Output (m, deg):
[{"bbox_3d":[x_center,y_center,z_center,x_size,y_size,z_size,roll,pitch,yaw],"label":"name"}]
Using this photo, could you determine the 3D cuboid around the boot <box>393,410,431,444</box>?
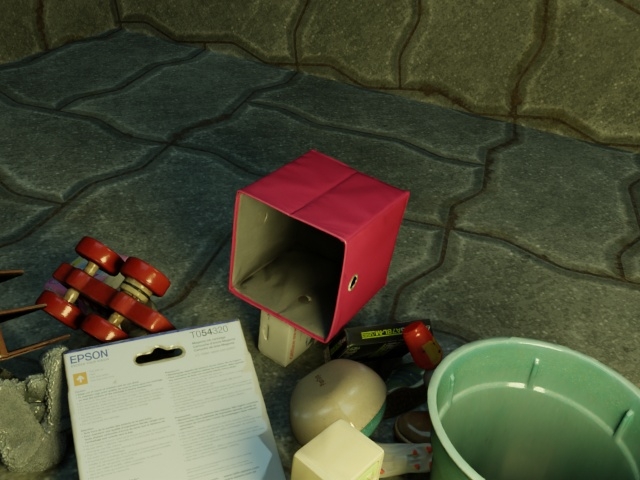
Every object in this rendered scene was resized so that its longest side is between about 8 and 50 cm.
[{"bbox_3d":[0.294,0.353,1.271,0.305,0.115,0.112,8,34,5],"label":"boot"}]

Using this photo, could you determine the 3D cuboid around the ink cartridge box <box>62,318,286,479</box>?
[{"bbox_3d":[-0.256,0.321,1.166,0.324,0.071,0.330,-9,59,-20],"label":"ink cartridge box"}]

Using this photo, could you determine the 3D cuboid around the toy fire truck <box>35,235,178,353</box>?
[{"bbox_3d":[-0.404,0.143,1.379,0.302,0.254,0.169,21,69,25],"label":"toy fire truck"}]

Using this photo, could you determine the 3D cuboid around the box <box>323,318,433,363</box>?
[{"bbox_3d":[0.115,0.215,1.399,0.184,0.191,0.045,-2,68,-16],"label":"box"}]

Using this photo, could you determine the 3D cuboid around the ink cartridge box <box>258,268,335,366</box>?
[{"bbox_3d":[-0.042,0.167,1.483,0.082,0.140,0.190,27,39,26],"label":"ink cartridge box"}]

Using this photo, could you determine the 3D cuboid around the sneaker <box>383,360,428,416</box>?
[{"bbox_3d":[0.169,0.299,1.391,0.192,0.064,0.086,-18,26,-27],"label":"sneaker"}]

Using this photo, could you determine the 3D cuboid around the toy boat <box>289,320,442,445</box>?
[{"bbox_3d":[0.096,0.285,1.232,0.318,0.148,0.267,-30,8,-2],"label":"toy boat"}]

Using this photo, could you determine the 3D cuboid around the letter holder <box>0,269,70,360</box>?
[{"bbox_3d":[-0.647,0.162,1.227,0.301,0.152,0.214,-17,-3,14],"label":"letter holder"}]

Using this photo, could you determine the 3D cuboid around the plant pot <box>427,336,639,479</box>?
[{"bbox_3d":[0.306,0.383,1.021,0.341,0.334,0.341,4,33,-2],"label":"plant pot"}]

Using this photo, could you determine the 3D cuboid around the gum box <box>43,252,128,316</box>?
[{"bbox_3d":[-0.548,0.096,1.584,0.107,0.062,0.188,15,33,14],"label":"gum box"}]

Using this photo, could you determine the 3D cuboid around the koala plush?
[{"bbox_3d":[-0.559,0.299,1.197,0.221,0.203,0.196,1,16,34],"label":"koala plush"}]

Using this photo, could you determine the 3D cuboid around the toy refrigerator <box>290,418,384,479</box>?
[{"bbox_3d":[0.017,0.407,0.997,0.094,0.270,0.102,30,39,33],"label":"toy refrigerator"}]

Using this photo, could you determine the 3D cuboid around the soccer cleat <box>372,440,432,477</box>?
[{"bbox_3d":[0.126,0.400,1.227,0.196,0.076,0.068,-4,72,11],"label":"soccer cleat"}]

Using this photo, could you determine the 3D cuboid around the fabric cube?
[{"bbox_3d":[-0.004,0.004,1.380,0.259,0.254,0.258,26,36,23],"label":"fabric cube"}]
